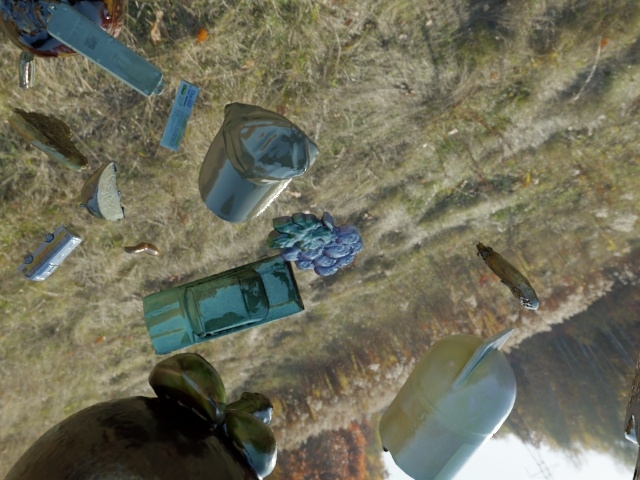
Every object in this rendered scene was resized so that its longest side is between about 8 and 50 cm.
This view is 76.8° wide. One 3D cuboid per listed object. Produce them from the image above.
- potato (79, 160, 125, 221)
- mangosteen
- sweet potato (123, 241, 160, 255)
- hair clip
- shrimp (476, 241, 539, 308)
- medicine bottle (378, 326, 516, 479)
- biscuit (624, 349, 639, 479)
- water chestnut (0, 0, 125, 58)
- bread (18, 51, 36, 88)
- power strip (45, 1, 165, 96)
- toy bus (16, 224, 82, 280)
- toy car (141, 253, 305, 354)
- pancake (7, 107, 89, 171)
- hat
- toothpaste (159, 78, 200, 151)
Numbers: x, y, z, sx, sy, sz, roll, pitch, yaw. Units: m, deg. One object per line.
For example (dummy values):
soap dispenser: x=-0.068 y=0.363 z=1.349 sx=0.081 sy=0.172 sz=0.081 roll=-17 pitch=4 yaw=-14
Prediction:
potato: x=-0.578 y=-0.124 z=1.034 sx=0.089 sy=0.100 sz=0.172 roll=-44 pitch=152 yaw=-48
mangosteen: x=-0.192 y=0.319 z=0.461 sx=0.330 sy=0.330 sz=0.330 roll=-21 pitch=155 yaw=-10
sweet potato: x=-0.541 y=0.026 z=1.249 sx=0.044 sy=0.044 sz=0.179 roll=-27 pitch=171 yaw=3
hair clip: x=-0.001 y=-0.001 z=0.592 sx=0.124 sy=0.052 sz=0.195 roll=-25 pitch=151 yaw=20
shrimp: x=0.417 y=0.079 z=0.914 sx=0.042 sy=0.190 sz=0.101 roll=-34 pitch=156 yaw=-2
medicine bottle: x=0.342 y=0.391 z=1.025 sx=0.235 sy=0.235 sz=0.406 roll=3 pitch=121 yaw=-47
biscuit: x=0.298 y=0.069 z=0.298 sx=0.076 sy=0.368 sz=0.394 roll=13 pitch=-176 yaw=37
water chestnut: x=-0.712 y=-0.651 z=1.061 sx=0.335 sy=0.335 sz=0.347 roll=-25 pitch=-163 yaw=-1
bread: x=-0.754 y=-0.437 z=1.038 sx=0.036 sy=0.047 sz=0.083 roll=8 pitch=137 yaw=-35
power strip: x=-0.499 y=-0.442 z=0.954 sx=0.272 sy=0.052 sz=0.078 roll=29 pitch=99 yaw=-40
toy bus: x=-0.823 y=0.040 z=1.233 sx=0.190 sy=0.075 sz=0.064 roll=-50 pitch=173 yaw=-6
toy car: x=-0.204 y=0.128 z=0.836 sx=0.320 sy=0.142 sz=0.097 roll=-17 pitch=175 yaw=-4
pancake: x=-0.895 y=-0.345 z=1.365 sx=0.057 sy=0.244 sz=0.266 roll=-44 pitch=117 yaw=11
hat: x=-0.104 y=-0.106 z=0.640 sx=0.166 sy=0.144 sz=0.173 roll=27 pitch=86 yaw=-25
toothpaste: x=-0.333 y=-0.293 z=0.957 sx=0.046 sy=0.034 sz=0.164 roll=19 pitch=111 yaw=-22
